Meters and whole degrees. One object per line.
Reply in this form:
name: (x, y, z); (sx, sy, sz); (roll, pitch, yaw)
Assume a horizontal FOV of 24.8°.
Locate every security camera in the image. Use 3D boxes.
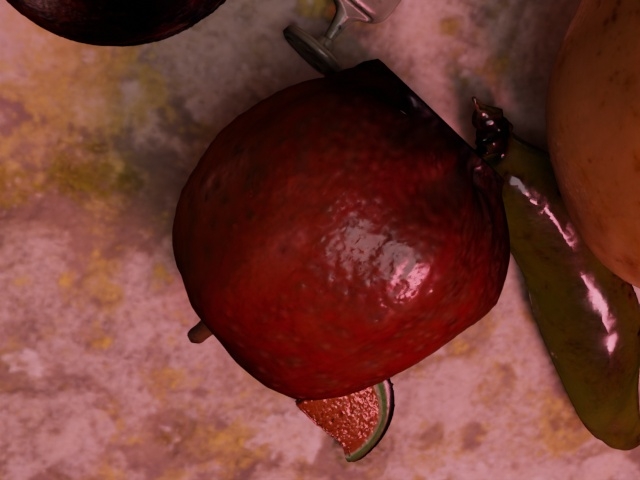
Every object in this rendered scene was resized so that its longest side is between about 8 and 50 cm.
security camera: (0.022, -0.157, 0.976); (0.058, 0.058, 0.092); (41, 85, -23)

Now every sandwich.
sandwich: (0.019, 0.111, 1.086); (0.069, 0.026, 0.101); (-38, 111, 8)

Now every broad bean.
broad bean: (0.185, 0.028, 1.070); (0.077, 0.061, 0.339); (-25, 113, 6)

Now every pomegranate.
pomegranate: (0.288, -0.094, 0.940); (0.307, 0.307, 0.307); (-4, 111, -11)

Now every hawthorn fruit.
hawthorn fruit: (0.000, 0.000, 0.943); (0.249, 0.215, 0.215); (-28, 117, 26)

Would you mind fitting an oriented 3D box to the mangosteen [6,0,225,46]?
mangosteen: (-0.112, -0.229, 0.834); (0.216, 0.216, 0.216); (-4, 111, -11)
